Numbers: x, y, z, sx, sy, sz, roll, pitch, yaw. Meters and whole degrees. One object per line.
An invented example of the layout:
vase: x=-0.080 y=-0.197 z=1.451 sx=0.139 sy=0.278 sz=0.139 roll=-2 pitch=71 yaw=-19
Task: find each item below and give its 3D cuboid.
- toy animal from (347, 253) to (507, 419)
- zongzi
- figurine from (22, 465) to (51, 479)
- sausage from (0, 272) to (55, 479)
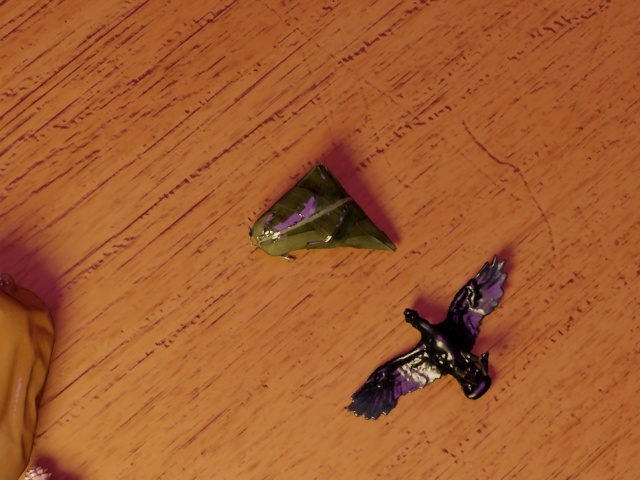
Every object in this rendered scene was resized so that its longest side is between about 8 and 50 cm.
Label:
toy animal: x=0.122 y=0.107 z=1.921 sx=0.108 sy=0.062 sz=0.220 roll=38 pitch=77 yaw=25
zongzi: x=0.000 y=0.000 z=1.939 sx=0.109 sy=0.055 sz=0.119 roll=-42 pitch=93 yaw=-10
figurine: x=-0.280 y=0.284 z=1.853 sx=0.072 sy=0.054 sz=0.129 roll=30 pitch=83 yaw=20
sausage: x=-0.326 y=0.149 z=1.843 sx=0.120 sy=0.136 sz=0.241 roll=9 pitch=71 yaw=6
